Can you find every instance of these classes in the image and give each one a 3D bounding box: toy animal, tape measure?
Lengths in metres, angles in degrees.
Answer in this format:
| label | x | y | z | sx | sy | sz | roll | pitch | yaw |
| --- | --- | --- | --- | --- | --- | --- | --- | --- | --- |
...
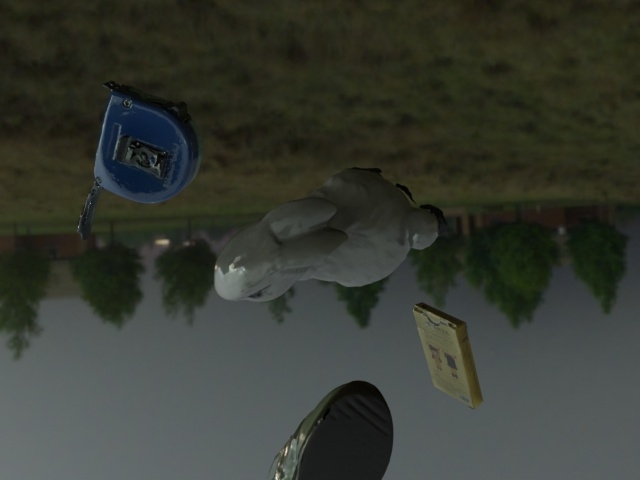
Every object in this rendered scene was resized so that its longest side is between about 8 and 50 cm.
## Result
| label | x | y | z | sx | sy | sz | roll | pitch | yaw |
| --- | --- | --- | --- | --- | --- | --- | --- | --- | --- |
| toy animal | 0.000 | 0.000 | 1.505 | 0.257 | 0.194 | 0.357 | -13 | -174 | 43 |
| tape measure | -0.362 | -0.120 | 1.866 | 0.215 | 0.351 | 0.098 | 19 | -158 | 5 |

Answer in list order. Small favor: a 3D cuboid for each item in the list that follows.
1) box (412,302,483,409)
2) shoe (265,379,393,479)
| label | x | y | z | sx | sy | sz | roll | pitch | yaw |
| --- | --- | --- | --- | --- | --- | --- | --- | --- | --- |
| box | 0.160 | 0.143 | 1.179 | 0.020 | 0.149 | 0.073 | -38 | -139 | -25 |
| shoe | -0.006 | 0.267 | 1.094 | 0.103 | 0.275 | 0.098 | 22 | -157 | -21 |
